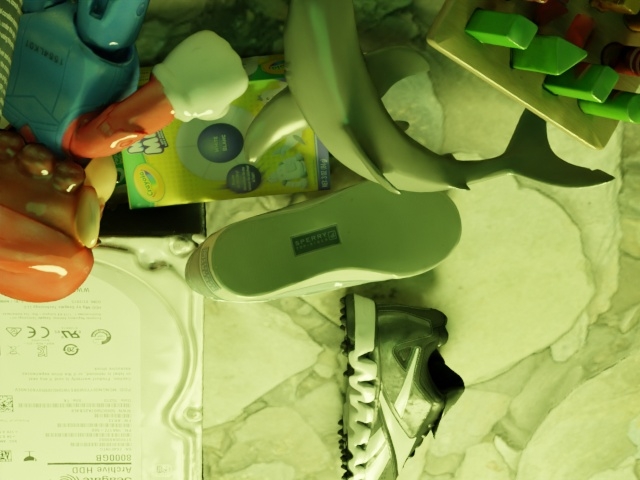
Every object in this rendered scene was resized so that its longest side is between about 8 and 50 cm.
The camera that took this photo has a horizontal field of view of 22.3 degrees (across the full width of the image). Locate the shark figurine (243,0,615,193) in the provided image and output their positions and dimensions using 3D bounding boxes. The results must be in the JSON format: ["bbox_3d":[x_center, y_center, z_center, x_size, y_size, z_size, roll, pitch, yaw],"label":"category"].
[{"bbox_3d":[0.064,-0.065,1.168,0.278,0.116,0.166,27,111,-31],"label":"shark figurine"}]

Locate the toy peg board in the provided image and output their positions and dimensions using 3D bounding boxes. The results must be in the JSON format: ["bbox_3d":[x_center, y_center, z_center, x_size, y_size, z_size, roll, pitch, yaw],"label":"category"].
[{"bbox_3d":[0.187,-0.164,1.119,0.161,0.079,0.160,30,89,-24],"label":"toy peg board"}]

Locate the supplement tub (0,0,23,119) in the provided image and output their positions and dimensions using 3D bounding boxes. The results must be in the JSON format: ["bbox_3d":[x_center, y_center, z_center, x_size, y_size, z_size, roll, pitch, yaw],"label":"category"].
[{"bbox_3d":[-0.279,-0.122,0.971,0.191,0.191,0.272,11,82,-13],"label":"supplement tub"}]

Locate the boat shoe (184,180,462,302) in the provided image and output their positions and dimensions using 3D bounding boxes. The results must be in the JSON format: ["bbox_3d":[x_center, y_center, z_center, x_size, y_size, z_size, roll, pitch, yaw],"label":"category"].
[{"bbox_3d":[0.000,0.001,1.255,0.227,0.081,0.079,-11,90,-29],"label":"boat shoe"}]

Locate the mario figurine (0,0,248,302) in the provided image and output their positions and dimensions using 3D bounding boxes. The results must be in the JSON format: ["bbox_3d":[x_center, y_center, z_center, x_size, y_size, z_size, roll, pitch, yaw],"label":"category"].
[{"bbox_3d":[-0.169,-0.107,1.133,0.170,0.198,0.320,6,114,-31],"label":"mario figurine"}]

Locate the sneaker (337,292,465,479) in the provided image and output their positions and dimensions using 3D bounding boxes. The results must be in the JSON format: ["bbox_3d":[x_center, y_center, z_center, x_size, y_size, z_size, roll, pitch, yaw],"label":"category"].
[{"bbox_3d":[0.068,0.146,1.373,0.106,0.078,0.234,-1,124,-2],"label":"sneaker"}]

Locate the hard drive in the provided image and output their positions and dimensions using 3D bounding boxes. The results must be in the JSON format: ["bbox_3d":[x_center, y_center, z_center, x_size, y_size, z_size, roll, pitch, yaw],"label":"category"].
[{"bbox_3d":[-0.212,0.117,1.336,0.237,0.064,0.339,1,126,-6],"label":"hard drive"}]

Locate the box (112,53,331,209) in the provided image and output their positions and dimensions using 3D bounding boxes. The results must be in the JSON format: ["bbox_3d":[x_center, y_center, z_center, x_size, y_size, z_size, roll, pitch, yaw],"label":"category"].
[{"bbox_3d":[-0.085,-0.082,1.217,0.179,0.043,0.105,-5,125,0],"label":"box"}]
